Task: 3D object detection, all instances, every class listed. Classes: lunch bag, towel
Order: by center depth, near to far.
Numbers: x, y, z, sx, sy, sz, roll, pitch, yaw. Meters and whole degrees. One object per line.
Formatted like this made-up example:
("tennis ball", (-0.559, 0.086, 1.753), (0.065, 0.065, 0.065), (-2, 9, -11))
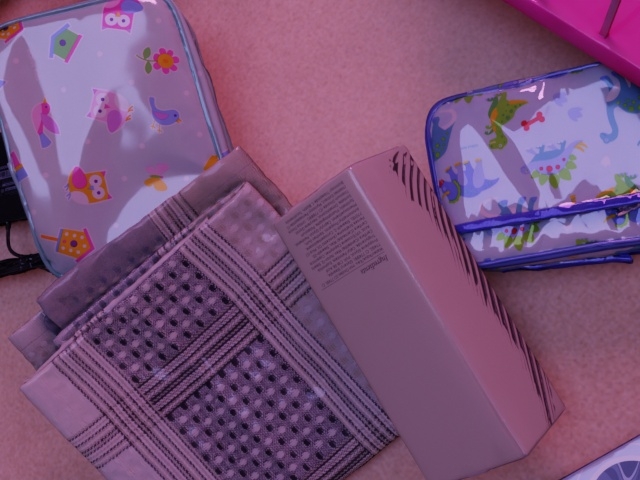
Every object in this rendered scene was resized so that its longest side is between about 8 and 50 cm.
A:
("lunch bag", (0.212, -0.060, 0.783), (0.219, 0.090, 0.176), (-8, 81, 20))
("towel", (-0.099, 0.123, 0.823), (0.312, 0.056, 0.324), (-38, 95, 10))
("lunch bag", (-0.199, -0.102, 0.886), (0.224, 0.108, 0.279), (-16, 94, -5))

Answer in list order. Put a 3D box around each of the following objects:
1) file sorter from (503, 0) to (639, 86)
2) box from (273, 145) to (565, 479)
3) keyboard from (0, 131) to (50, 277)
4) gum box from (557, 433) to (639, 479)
("file sorter", (0.250, -0.301, 0.715), (0.290, 0.182, 0.202), (40, 66, 21))
("box", (0.085, 0.064, 0.755), (0.113, 0.094, 0.275), (-33, 86, 41))
("keyboard", (-0.361, -0.037, 1.018), (0.317, 0.033, 0.201), (-11, 70, 19))
("gum box", (0.285, 0.249, 0.730), (0.184, 0.041, 0.157), (-35, 71, 13))
